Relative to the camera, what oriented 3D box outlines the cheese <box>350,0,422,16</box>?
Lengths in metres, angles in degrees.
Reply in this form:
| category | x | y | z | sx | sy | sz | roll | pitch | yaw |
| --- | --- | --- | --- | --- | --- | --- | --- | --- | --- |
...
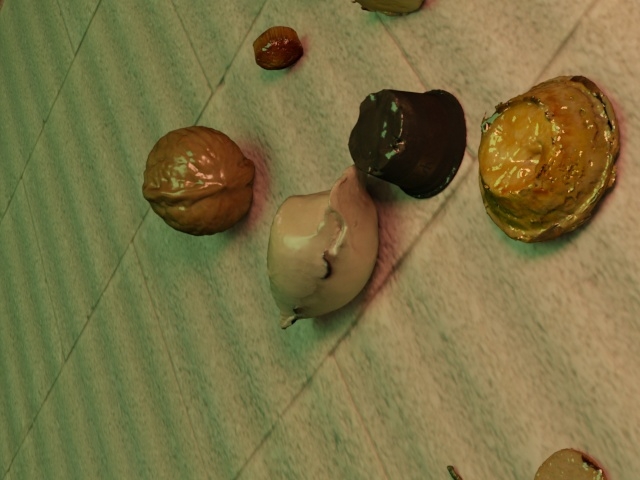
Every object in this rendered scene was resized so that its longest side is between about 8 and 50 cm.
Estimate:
| category | x | y | z | sx | sy | sz | roll | pitch | yaw |
| --- | --- | --- | --- | --- | --- | --- | --- | --- | --- |
| cheese | 0.114 | -0.424 | 1.557 | 0.123 | 0.094 | 0.167 | 0 | 78 | 65 |

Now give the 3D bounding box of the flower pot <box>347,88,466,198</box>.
| category | x | y | z | sx | sy | sz | roll | pitch | yaw |
| --- | --- | --- | --- | --- | --- | --- | --- | --- | --- |
| flower pot | 0.112 | -0.142 | 1.478 | 0.157 | 0.107 | 0.157 | -15 | 72 | 54 |

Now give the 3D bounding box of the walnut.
| category | x | y | z | sx | sy | sz | roll | pitch | yaw |
| --- | --- | --- | --- | --- | --- | --- | --- | --- | --- |
| walnut | -0.211 | -0.105 | 1.863 | 0.213 | 0.213 | 0.213 | -18 | 67 | 52 |

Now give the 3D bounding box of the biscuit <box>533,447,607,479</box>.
| category | x | y | z | sx | sy | sz | roll | pitch | yaw |
| --- | --- | --- | --- | --- | --- | --- | --- | --- | --- |
| biscuit | 0.283 | 0.296 | 1.205 | 0.120 | 0.015 | 0.120 | -17 | 69 | 52 |

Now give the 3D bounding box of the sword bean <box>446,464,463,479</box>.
| category | x | y | z | sx | sy | sz | roll | pitch | yaw |
| --- | --- | --- | --- | --- | --- | --- | --- | --- | --- |
| sword bean | 0.183 | 0.317 | 1.347 | 0.083 | 0.012 | 0.012 | 53 | 124 | 45 |

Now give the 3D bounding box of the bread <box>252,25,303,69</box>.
| category | x | y | z | sx | sy | sz | roll | pitch | yaw |
| --- | --- | --- | --- | --- | --- | --- | --- | --- | --- |
| bread | -0.071 | -0.321 | 1.806 | 0.085 | 0.085 | 0.053 | -40 | 56 | 43 |

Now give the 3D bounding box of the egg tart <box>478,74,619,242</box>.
| category | x | y | z | sx | sy | sz | roll | pitch | yaw |
| --- | --- | --- | --- | --- | --- | --- | --- | --- | --- |
| egg tart | 0.260 | -0.101 | 1.278 | 0.212 | 0.090 | 0.212 | -15 | 70 | 48 |

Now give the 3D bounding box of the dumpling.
| category | x | y | z | sx | sy | sz | roll | pitch | yaw |
| --- | --- | --- | --- | --- | --- | --- | --- | --- | --- |
| dumpling | -0.004 | -0.004 | 1.584 | 0.243 | 0.175 | 0.227 | -28 | 29 | 32 |
